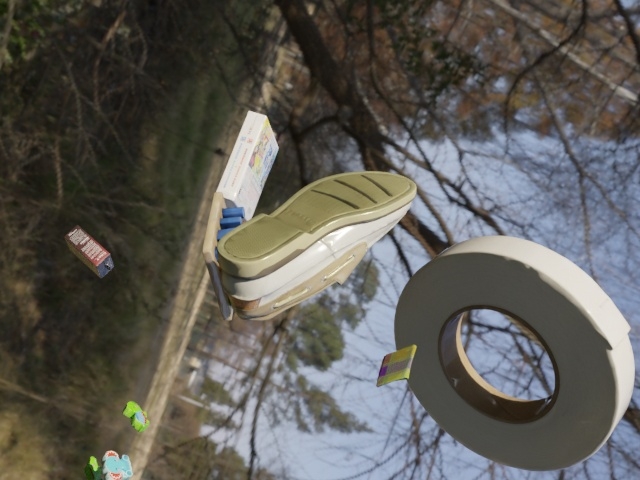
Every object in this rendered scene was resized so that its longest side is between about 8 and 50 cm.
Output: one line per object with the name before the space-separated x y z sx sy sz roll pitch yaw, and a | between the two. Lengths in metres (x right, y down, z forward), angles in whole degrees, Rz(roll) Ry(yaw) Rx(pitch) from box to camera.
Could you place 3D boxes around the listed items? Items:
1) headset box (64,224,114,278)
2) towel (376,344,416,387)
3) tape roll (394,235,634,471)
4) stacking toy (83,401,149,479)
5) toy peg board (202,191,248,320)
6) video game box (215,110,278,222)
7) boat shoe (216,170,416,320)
headset box | -0.376 0.022 1.264 0.032 0.083 0.062 -48 171 -21
towel | 0.119 0.196 1.203 0.060 0.009 0.083 -23 -160 26
tape roll | 0.295 0.183 1.225 0.072 0.392 0.392 -30 159 -44
stacking toy | -0.304 0.377 1.162 0.167 0.052 0.221 -51 -136 22
toy peg board | -0.137 0.023 1.320 0.161 0.079 0.161 -89 172 -50
video game box | -0.149 -0.148 1.608 0.205 0.048 0.187 74 38 -78
boat shoe | 0.000 0.000 0.984 0.302 0.113 0.103 -25 129 -31
